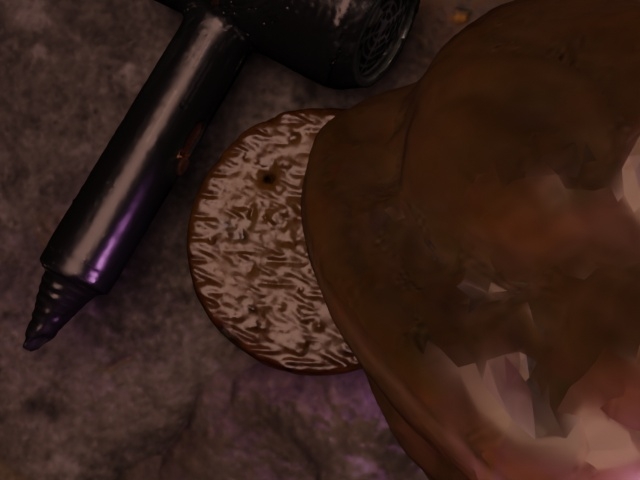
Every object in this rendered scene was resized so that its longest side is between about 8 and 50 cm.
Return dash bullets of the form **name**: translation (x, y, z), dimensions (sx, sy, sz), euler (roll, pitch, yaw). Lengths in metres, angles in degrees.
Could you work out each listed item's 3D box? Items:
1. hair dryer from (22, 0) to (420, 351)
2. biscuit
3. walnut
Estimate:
- **hair dryer**: translation (-0.089, -0.069, 1.067), dimensions (0.189, 0.107, 0.352), euler (28, 87, 20)
- **biscuit**: translation (0.000, 0.000, 1.092), dimensions (0.187, 0.027, 0.188), euler (-2, 80, 9)
- **walnut**: translation (0.189, 0.031, 0.900), dimensions (0.383, 0.383, 0.384), euler (-2, 81, 10)
